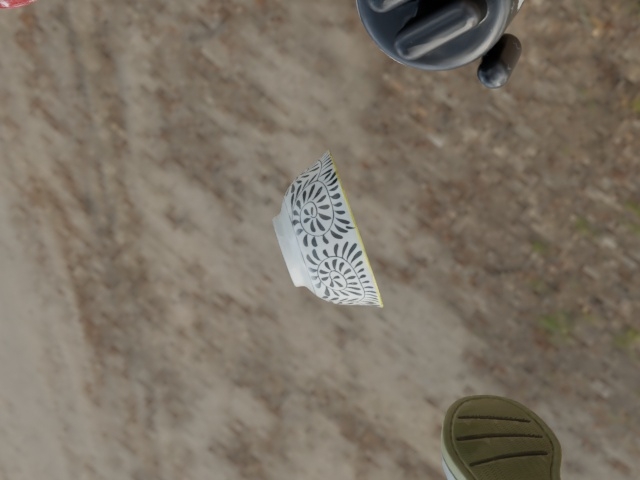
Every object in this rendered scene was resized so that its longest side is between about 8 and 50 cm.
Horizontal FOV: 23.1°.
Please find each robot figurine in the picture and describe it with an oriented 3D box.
[{"bbox_3d":[0.139,-0.285,1.694,0.173,0.278,0.209,12,115,12],"label":"robot figurine"}]

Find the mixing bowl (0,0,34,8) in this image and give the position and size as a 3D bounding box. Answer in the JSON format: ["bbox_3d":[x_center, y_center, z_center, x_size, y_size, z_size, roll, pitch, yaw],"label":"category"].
[{"bbox_3d":[-0.416,-0.392,1.991,0.181,0.181,0.098,35,-172,11],"label":"mixing bowl"}]

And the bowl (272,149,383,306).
[{"bbox_3d":[0.000,0.000,1.589,0.170,0.080,0.170,-19,-90,-88],"label":"bowl"}]

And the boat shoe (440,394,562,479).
[{"bbox_3d":[0.170,0.248,1.379,0.302,0.113,0.103,-108,19,-62],"label":"boat shoe"}]
